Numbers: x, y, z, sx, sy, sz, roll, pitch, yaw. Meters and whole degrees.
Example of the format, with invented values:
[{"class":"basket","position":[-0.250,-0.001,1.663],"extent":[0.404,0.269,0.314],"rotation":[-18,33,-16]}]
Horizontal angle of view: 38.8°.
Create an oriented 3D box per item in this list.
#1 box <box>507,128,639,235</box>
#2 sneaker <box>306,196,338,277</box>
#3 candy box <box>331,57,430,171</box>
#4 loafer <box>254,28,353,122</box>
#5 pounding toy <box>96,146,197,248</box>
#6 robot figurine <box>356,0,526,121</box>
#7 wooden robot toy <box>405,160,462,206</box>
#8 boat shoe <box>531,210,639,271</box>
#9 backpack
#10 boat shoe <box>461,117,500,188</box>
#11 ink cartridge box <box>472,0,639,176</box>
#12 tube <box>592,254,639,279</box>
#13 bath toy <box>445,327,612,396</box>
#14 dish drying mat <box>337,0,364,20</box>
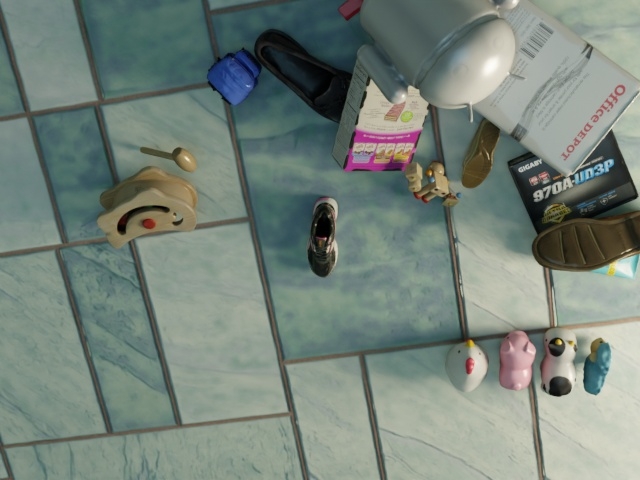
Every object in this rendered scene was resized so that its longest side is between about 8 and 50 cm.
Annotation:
[{"class":"box","position":[0.523,-0.126,1.889],"extent":[0.220,0.051,0.175],"rotation":[-23,106,13]},{"class":"sneaker","position":[0.000,0.000,1.967],"extent":[0.072,0.077,0.178],"rotation":[1,110,6]},{"class":"candy box","position":[0.128,-0.254,1.812],"extent":[0.159,0.071,0.233],"rotation":[-2,127,-27]},{"class":"loafer","position":[-0.008,-0.315,1.844],"extent":[0.302,0.095,0.109],"rotation":[33,109,-8]},{"class":"pounding toy","position":[-0.352,-0.100,1.969],"extent":[0.269,0.155,0.154],"rotation":[-27,134,23]},{"class":"robot figurine","position":[0.211,-0.383,1.643],"extent":[0.300,0.200,0.353],"rotation":[-40,78,12]},{"class":"wooden robot toy","position":[0.229,-0.132,1.906],"extent":[0.076,0.079,0.173],"rotation":[-23,145,40]},{"class":"boat shoe","position":[0.582,0.006,1.878],"extent":[0.307,0.104,0.111],"rotation":[-9,81,-1]},{"class":"backpack","position":[-0.175,-0.335,1.841],"extent":[0.098,0.120,0.101],"rotation":[41,108,-9]},{"class":"boat shoe","position":[0.331,-0.182,1.896],"extent":[0.056,0.048,0.153],"rotation":[8,117,-11]},{"class":"ink cartridge box","position":[0.428,-0.305,1.765],"extent":[0.307,0.129,0.223],"rotation":[38,108,4]},{"class":"tube","position":[0.580,0.037,1.949],"extent":[0.207,0.052,0.080],"rotation":[5,117,-3]},{"class":"bath toy","position":[0.450,0.265,1.997],"extent":[0.348,0.129,0.151],"rotation":[0,76,4]},{"class":"dish drying mat","position":[0.076,-0.480,1.826],"extent":[0.083,0.008,0.032],"rotation":[-37,103,15]}]
